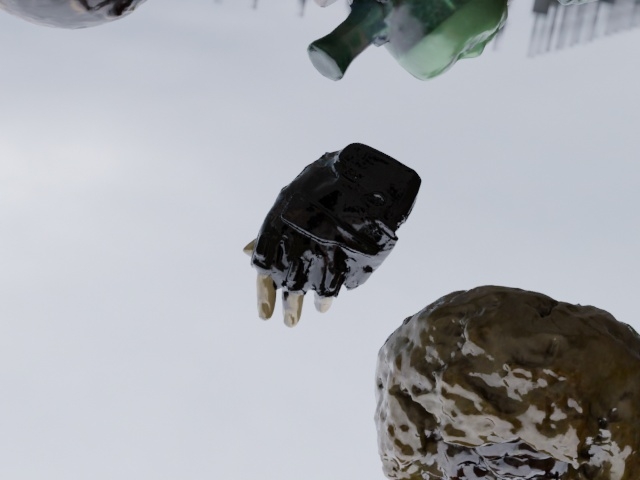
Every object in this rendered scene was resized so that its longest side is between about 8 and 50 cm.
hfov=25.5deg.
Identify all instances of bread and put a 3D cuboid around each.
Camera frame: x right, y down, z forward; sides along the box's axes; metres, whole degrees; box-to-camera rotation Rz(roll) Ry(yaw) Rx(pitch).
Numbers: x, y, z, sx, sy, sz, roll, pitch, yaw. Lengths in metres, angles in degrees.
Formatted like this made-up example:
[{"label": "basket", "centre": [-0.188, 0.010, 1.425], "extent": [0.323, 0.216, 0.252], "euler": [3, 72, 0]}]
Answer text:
[{"label": "bread", "centre": [0.142, 0.130, 1.014], "extent": [0.230, 0.230, 0.123], "euler": [12, -120, 7]}]

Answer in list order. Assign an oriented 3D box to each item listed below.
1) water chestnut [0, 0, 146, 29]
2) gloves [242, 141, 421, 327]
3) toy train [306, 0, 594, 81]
[{"label": "water chestnut", "centre": [-0.183, -0.302, 1.110], "extent": [0.300, 0.300, 0.300], "euler": [9, -162, -3]}, {"label": "gloves", "centre": [0.000, 0.000, 1.498], "extent": [0.164, 0.203, 0.124], "euler": [21, 158, 37]}, {"label": "toy train", "centre": [0.025, -0.219, 0.721], "extent": [0.221, 0.304, 0.150], "euler": [-41, -178, -18]}]
